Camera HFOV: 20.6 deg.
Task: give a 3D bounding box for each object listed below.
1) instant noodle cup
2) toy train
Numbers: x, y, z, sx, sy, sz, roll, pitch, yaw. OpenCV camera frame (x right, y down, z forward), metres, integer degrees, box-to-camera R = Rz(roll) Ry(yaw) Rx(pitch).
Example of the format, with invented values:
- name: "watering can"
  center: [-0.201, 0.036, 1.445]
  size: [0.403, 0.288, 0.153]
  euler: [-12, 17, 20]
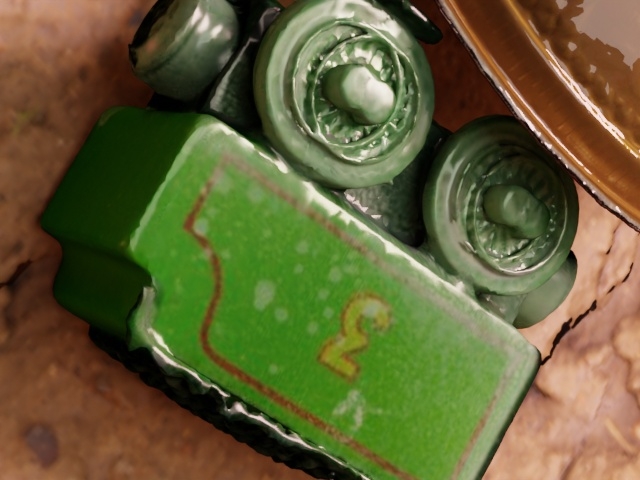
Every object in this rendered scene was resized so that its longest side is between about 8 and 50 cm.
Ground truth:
- name: "instant noodle cup"
  center: [0.146, -0.127, 0.813]
  size: [0.274, 0.090, 0.274]
  euler: [38, 32, -29]
- name: "toy train"
  center: [0.000, 0.000, 0.774]
  size: [0.243, 0.132, 0.188]
  euler: [36, 78, -29]
